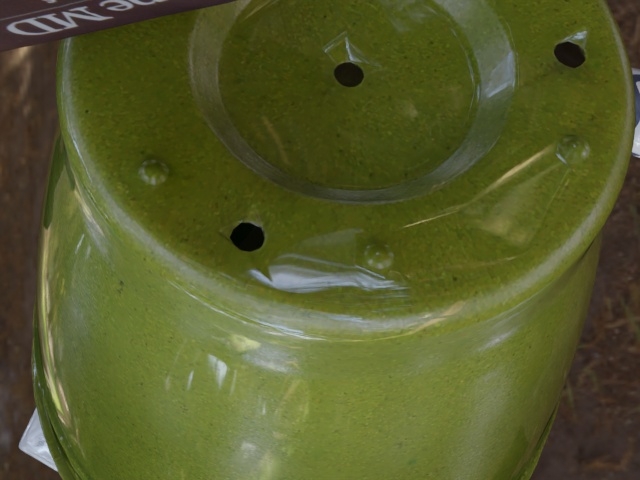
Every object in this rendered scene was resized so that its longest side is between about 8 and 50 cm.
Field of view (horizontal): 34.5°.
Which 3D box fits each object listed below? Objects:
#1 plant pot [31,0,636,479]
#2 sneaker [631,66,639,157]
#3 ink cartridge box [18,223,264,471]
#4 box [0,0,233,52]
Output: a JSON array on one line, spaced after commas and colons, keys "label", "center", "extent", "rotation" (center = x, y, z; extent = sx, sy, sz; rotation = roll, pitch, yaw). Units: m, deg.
[{"label": "plant pot", "center": [0.000, 0.000, 0.567], "extent": [0.353, 0.366, 0.366], "rotation": [102, 153, -65]}, {"label": "sneaker", "center": [0.351, -0.107, 0.929], "extent": [0.153, 0.235, 0.094], "rotation": [28, 109, 19]}, {"label": "ink cartridge box", "center": [-0.032, 0.120, 0.733], "extent": [0.211, 0.289, 0.121], "rotation": [-60, -1, 26]}, {"label": "box", "center": [-0.139, -0.156, 0.205], "extent": [0.191, 0.381, 0.143], "rotation": [-7, 84, 24]}]
